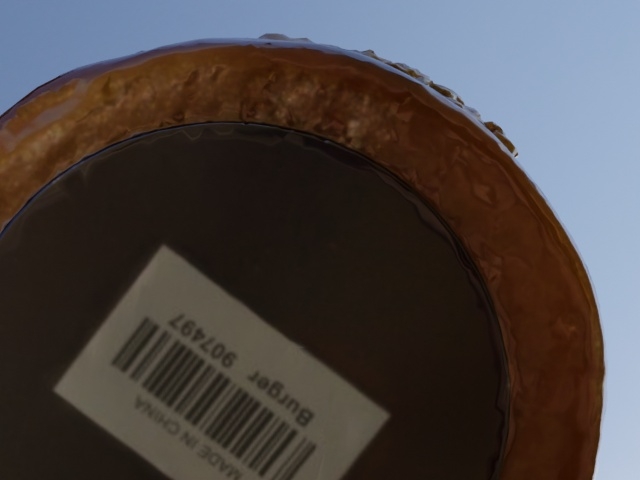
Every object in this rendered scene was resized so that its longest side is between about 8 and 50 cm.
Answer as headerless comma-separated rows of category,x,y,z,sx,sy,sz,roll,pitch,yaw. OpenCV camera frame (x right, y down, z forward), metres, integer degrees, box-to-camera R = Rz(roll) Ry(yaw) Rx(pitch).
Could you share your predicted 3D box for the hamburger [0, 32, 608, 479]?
hamburger,-0.029,0.056,0.626,0.330,0.250,0.330,0,-85,-1
